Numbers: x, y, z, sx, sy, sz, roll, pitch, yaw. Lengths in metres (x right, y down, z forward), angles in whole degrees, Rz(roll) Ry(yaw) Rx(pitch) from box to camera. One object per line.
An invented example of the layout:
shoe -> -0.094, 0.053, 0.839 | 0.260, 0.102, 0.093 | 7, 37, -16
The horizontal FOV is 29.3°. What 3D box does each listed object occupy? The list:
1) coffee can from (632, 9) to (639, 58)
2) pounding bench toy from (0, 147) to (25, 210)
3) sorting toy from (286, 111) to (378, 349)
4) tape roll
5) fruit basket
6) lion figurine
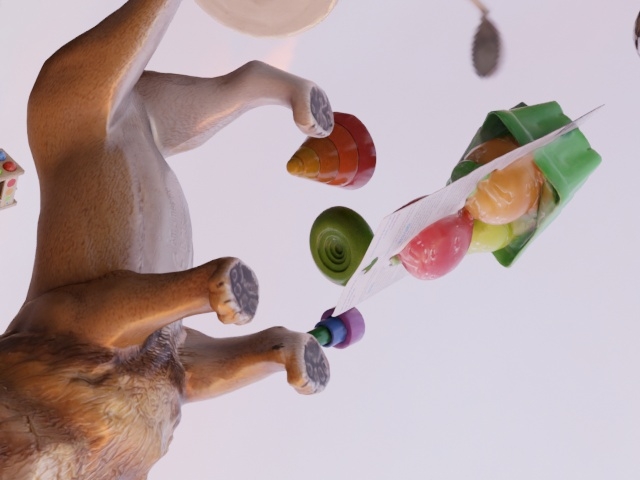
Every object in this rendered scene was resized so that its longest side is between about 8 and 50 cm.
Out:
coffee can -> 0.460, -0.134, 1.291 | 0.201, 0.201, 0.275 | -29, -128, 34
pounding bench toy -> -0.425, -0.073, 1.542 | 0.052, 0.083, 0.065 | 41, -50, 22
sorting toy -> 0.000, 0.000, 1.800 | 0.127, 0.365, 0.126 | 14, -156, 38
tape roll -> -0.076, -0.443, 1.791 | 0.286, 0.286, 0.100 | -28, -164, 35
fruit basket -> 0.182, -0.045, 1.631 | 0.353, 0.165, 0.327 | -23, 162, -19
lion figurine -> -0.123, -0.008, 0.715 | 0.240, 0.142, 0.392 | -14, -127, 28
